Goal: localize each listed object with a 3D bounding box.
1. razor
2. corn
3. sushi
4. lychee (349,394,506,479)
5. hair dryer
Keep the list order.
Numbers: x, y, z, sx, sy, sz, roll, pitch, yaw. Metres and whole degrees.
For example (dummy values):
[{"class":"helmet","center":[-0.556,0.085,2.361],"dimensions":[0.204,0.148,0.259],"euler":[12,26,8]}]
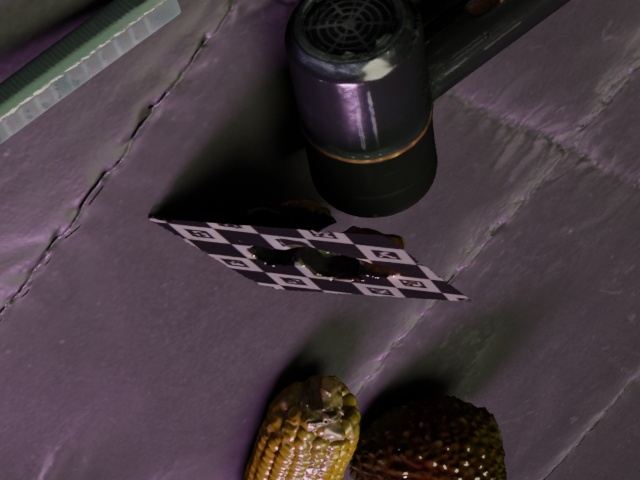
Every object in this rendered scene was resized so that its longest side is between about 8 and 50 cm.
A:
[{"class":"razor","center":[-0.212,-0.089,1.063],"dimensions":[0.278,0.056,0.111],"euler":[-33,145,-10]},{"class":"corn","center":[-0.026,0.228,1.589],"dimensions":[0.097,0.097,0.261],"euler":[-13,140,-35]},{"class":"sushi","center":[0.000,0.000,1.303],"dimensions":[0.193,0.210,0.040],"euler":[35,63,-56]},{"class":"lychee","center":[0.112,0.239,1.694],"dimensions":[0.171,0.171,0.171],"euler":[-26,144,-20]},{"class":"hair dryer","center":[0.125,-0.185,1.267],"dimensions":[0.352,0.107,0.189],"euler":[-39,149,-17]}]
